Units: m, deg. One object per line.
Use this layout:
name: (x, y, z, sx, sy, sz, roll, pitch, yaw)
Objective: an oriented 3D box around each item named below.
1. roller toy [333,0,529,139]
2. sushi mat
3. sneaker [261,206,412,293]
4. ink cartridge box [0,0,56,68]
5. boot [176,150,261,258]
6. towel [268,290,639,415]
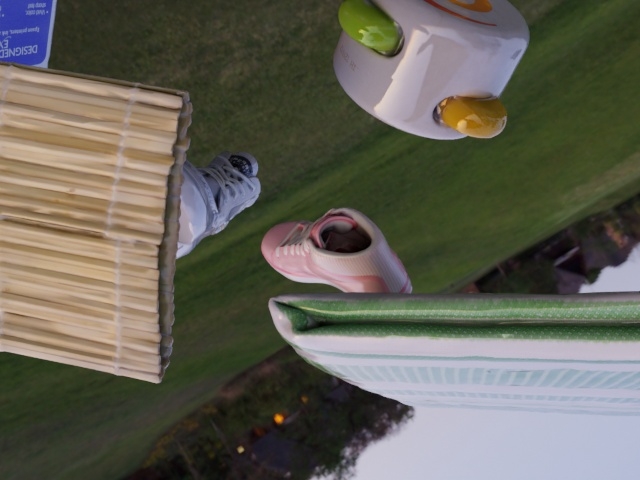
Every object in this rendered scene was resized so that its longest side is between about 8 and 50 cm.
roller toy: (0.119, -0.208, 0.773, 0.191, 0.209, 0.146, -68, -178, -52)
sushi mat: (-0.225, -0.027, 0.363, 0.316, 0.151, 0.019, 10, -167, 6)
sneaker: (0.000, 0.000, 0.490, 0.051, 0.134, 0.070, -51, 137, -19)
ink cartridge box: (-0.365, -0.239, 0.634, 0.303, 0.072, 0.307, -42, 157, -59)
boot: (-0.120, -0.059, 0.719, 0.123, 0.095, 0.258, -40, -177, -17)
towel: (0.133, 0.086, 0.471, 0.247, 0.038, 0.325, -3, 161, 21)
